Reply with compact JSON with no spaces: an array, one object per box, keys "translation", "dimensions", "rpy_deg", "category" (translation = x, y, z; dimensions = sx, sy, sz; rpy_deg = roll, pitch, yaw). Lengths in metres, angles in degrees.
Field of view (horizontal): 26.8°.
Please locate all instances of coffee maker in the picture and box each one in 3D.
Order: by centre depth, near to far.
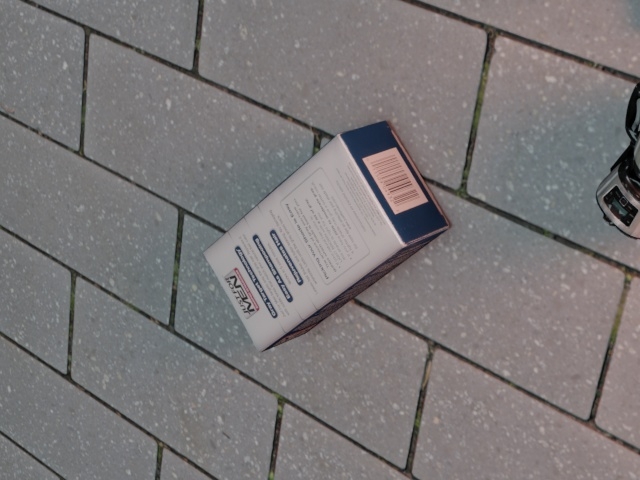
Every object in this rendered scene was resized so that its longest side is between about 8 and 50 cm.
[{"translation":[0.397,-0.092,1.425],"dimensions":[0.178,0.171,0.120],"rpy_deg":[110,151,-58],"category":"coffee maker"}]

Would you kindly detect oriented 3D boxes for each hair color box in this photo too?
[{"translation":[0.000,0.000,1.846],"dimensions":[0.347,0.105,0.174],"rpy_deg":[-38,78,43],"category":"hair color box"}]
